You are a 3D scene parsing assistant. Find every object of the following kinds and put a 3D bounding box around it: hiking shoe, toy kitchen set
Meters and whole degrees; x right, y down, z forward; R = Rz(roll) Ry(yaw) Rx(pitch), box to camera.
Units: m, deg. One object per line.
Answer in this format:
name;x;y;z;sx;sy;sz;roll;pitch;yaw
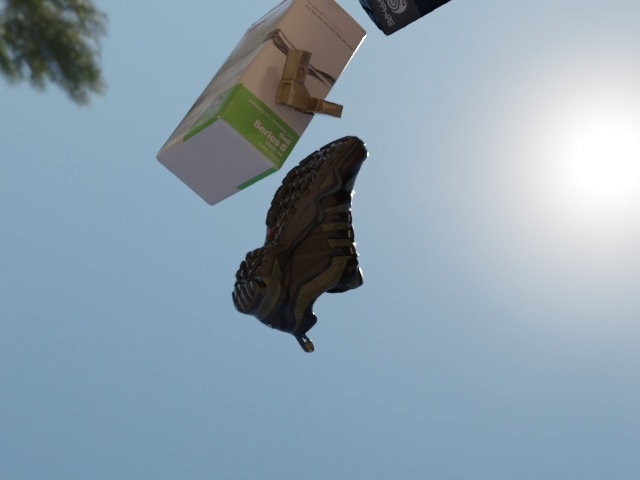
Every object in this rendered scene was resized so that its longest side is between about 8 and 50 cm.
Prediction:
hiking shoe;0.000;0.000;1.428;0.086;0.114;0.227;-2;-126;60
toy kitchen set;0.001;-0.200;1.783;0.068;0.083;0.075;16;-87;57

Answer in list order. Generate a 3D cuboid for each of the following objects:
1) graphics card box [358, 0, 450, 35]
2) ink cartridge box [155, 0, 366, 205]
graphics card box;0.164;-0.383;1.292;0.371;0.233;0.094;-31;-146;1
ink cartridge box;-0.080;-0.202;1.906;0.198;0.115;0.273;-24;-150;55
